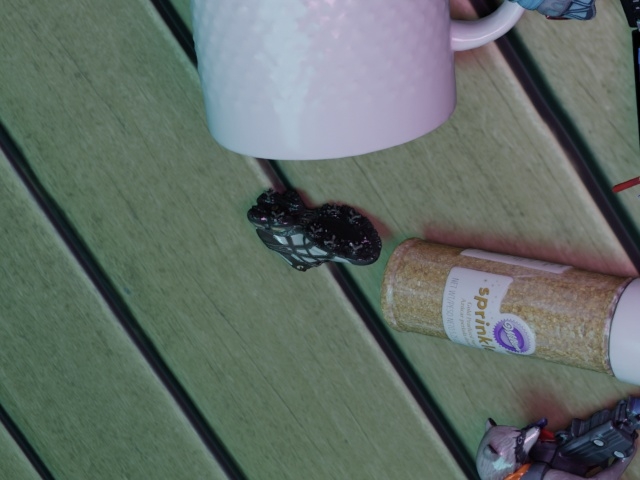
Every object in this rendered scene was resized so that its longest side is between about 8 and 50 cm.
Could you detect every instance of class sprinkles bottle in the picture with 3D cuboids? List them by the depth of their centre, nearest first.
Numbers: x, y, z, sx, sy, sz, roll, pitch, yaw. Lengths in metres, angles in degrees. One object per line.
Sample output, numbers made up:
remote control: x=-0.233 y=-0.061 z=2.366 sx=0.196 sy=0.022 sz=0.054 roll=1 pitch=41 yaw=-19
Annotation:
sprinkles bottle: x=0.246 y=0.080 z=1.925 sx=0.355 sy=0.121 sz=0.121 roll=11 pitch=127 yaw=33

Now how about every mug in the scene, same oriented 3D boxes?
mug: x=0.042 y=-0.290 z=1.729 sx=0.374 sy=0.276 sz=0.328 roll=-4 pitch=115 yaw=6

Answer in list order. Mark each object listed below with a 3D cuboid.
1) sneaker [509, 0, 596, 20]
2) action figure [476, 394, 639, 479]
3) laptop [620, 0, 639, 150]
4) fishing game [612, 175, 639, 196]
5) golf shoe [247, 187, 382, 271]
sneaker: x=0.296 y=-0.321 z=1.617 sx=0.125 sy=0.104 sz=0.262 roll=23 pitch=131 yaw=-25
action figure: x=0.336 y=0.325 z=2.006 sx=0.330 sy=0.178 sz=0.341 roll=36 pitch=140 yaw=-3
laptop: x=0.389 y=-0.197 z=1.543 sx=0.234 sy=0.137 sz=0.264 roll=-5 pitch=141 yaw=25
fishing game: x=0.438 y=0.006 z=1.715 sx=0.264 sy=0.041 sz=0.189 roll=43 pitch=150 yaw=-14
golf shoe: x=0.000 y=0.000 z=2.105 sx=0.198 sy=0.077 sz=0.094 roll=23 pitch=144 yaw=33
